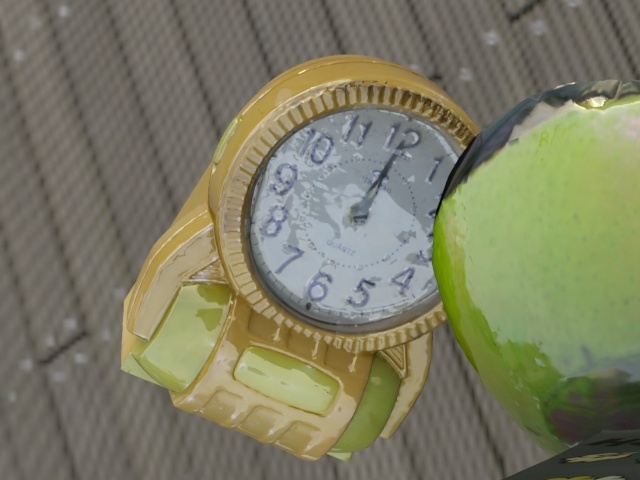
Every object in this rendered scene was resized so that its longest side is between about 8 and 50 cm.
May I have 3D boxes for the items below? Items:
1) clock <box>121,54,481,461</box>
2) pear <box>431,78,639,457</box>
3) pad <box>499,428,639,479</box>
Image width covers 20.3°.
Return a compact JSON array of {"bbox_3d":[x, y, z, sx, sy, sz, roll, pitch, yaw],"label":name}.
[{"bbox_3d":[0.000,0.000,1.430,0.317,0.244,0.200,-61,21,16],"label":"clock"},{"bbox_3d":[0.253,0.068,1.101,0.399,0.399,0.165,-21,50,42],"label":"pear"},{"bbox_3d":[0.183,0.058,0.535,0.246,0.170,0.006,-7,89,23],"label":"pad"}]
